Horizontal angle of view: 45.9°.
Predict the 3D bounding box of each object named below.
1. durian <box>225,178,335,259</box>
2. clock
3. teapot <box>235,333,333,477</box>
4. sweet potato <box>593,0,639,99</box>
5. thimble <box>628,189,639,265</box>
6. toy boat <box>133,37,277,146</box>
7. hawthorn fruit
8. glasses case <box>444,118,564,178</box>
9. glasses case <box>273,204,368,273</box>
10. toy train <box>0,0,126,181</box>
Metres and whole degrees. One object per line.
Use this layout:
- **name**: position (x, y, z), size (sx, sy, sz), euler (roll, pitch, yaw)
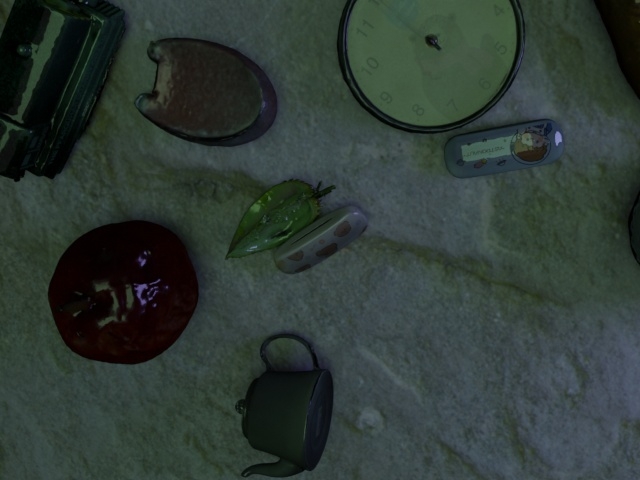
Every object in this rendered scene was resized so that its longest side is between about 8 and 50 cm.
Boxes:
- **durian**: position (-0.058, -0.038, 1.178), size (0.215, 0.100, 0.086), euler (-36, 101, 20)
- **clock**: position (0.161, -0.294, 1.116), size (0.280, 0.055, 0.281), euler (1, 104, 5)
- **teapot**: position (-0.068, 0.273, 1.242), size (0.149, 0.162, 0.239), euler (6, 79, 17)
- **sweet potato**: position (0.463, -0.314, 1.031), size (0.157, 0.158, 0.370), euler (-20, 100, 10)
- **thimble**: position (0.558, -0.006, 1.060), size (0.237, 0.150, 0.237), euler (4, 105, 14)
- **toy boat**: position (-0.171, -0.225, 1.168), size (0.227, 0.085, 0.155), euler (17, 96, 13)
- **hawthorn fruit**: position (-0.324, 0.087, 1.160), size (0.210, 0.266, 0.230), euler (13, 102, 22)
- **glasses case**: position (0.277, -0.139, 1.146), size (0.178, 0.045, 0.067), euler (-10, 103, 8)
- **glasses case**: position (0.000, 0.000, 1.201), size (0.164, 0.041, 0.063), euler (-32, 141, 12)
- **toy train**: position (-0.422, -0.234, 1.132), size (0.138, 0.178, 0.330), euler (29, 106, -1)
